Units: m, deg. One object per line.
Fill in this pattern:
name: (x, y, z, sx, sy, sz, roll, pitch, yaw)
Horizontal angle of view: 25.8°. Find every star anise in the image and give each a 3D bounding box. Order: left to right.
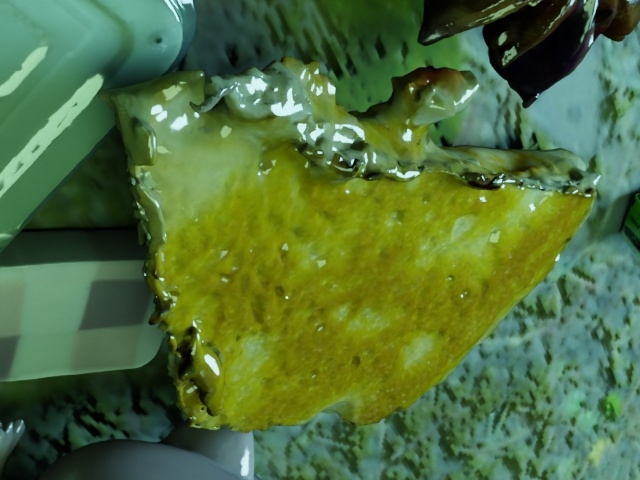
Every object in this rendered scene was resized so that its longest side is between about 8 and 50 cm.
star anise: (0.102, -0.130, 0.578, 0.168, 0.057, 0.168, -31, 138, -32)

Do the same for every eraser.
eraser: (-0.117, 0.028, 0.605, 0.105, 0.026, 0.065, -4, 130, -31)

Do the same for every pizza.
pizza: (0.000, 0.000, 0.606, 0.297, 0.071, 0.189, 9, 122, -53)

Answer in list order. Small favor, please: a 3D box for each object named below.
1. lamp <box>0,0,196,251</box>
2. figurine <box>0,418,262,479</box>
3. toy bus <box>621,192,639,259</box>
lamp: (-0.209, -0.054, 0.459, 0.266, 0.047, 0.269, -46, 135, 9)
figurine: (-0.130, 0.194, 0.665, 0.287, 0.176, 0.186, -33, 154, 4)
toy bus: (0.210, -0.016, 0.774, 0.083, 0.031, 0.037, -12, 138, -24)
